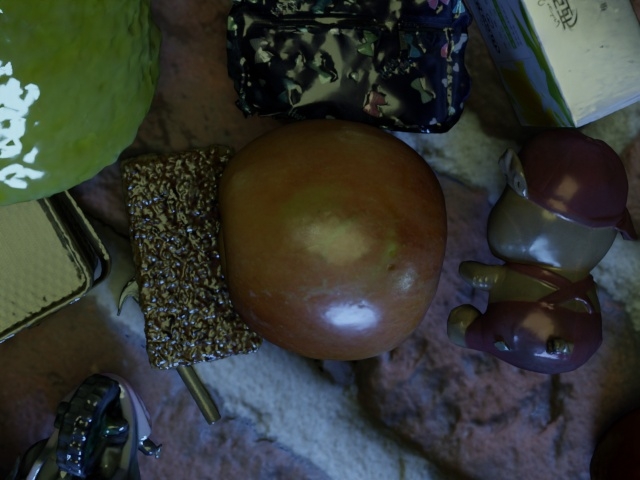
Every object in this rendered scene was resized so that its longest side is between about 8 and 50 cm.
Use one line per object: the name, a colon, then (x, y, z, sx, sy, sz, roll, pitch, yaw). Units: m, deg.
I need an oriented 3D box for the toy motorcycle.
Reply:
toy motorcycle: (-0.249, 0.272, 1.376, 0.143, 0.188, 0.327, 15, 108, 1)

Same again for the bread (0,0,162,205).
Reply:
bread: (-0.310, -0.229, 1.194, 0.348, 0.348, 0.307, 3, 139, -7)

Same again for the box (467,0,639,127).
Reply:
box: (0.226, -0.250, 1.359, 0.111, 0.194, 0.260, -27, 97, -4)

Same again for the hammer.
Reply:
hammer: (-0.160, 0.120, 1.436, 0.062, 0.017, 0.182, -28, 99, -3)

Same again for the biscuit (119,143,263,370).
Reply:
biscuit: (-0.135, 0.017, 1.413, 0.131, 0.025, 0.230, -11, 97, -19)

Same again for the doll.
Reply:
doll: (0.242, 0.009, 1.410, 0.152, 0.196, 0.255, 16, 99, 29)

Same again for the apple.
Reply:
apple: (0.000, 0.000, 1.326, 0.254, 0.253, 0.253, -1, 96, -7)

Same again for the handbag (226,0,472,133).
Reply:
handbag: (0.031, -0.196, 1.382, 0.260, 0.113, 0.162, 0, 100, -8)

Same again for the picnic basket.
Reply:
picnic basket: (-0.359, 0.030, 1.340, 0.267, 0.139, 0.165, -29, 98, -4)

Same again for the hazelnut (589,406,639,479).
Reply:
hazelnut: (0.392, 0.264, 1.448, 0.208, 0.208, 0.208, -1, 96, -7)
